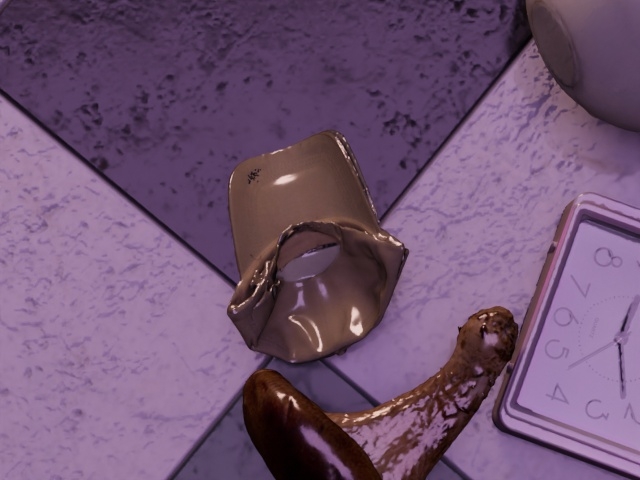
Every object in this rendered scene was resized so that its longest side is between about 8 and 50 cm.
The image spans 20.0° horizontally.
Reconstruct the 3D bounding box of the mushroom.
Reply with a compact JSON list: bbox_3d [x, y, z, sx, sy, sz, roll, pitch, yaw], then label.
[{"bbox_3d":[0.077,0.146,1.361,0.217,0.148,0.227,-37,89,0],"label":"mushroom"}]

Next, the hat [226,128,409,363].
[{"bbox_3d":[0.000,0.000,1.429,0.147,0.085,0.175,-16,59,11],"label":"hat"}]

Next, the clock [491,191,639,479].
[{"bbox_3d":[0.231,0.076,1.407,0.150,0.063,0.197,20,84,4],"label":"clock"}]

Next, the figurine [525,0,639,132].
[{"bbox_3d":[0.359,-0.189,1.404,0.394,0.226,0.274,-20,113,-12],"label":"figurine"}]
